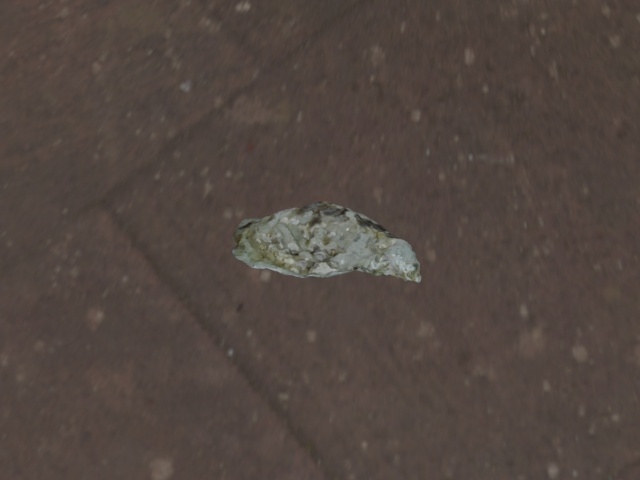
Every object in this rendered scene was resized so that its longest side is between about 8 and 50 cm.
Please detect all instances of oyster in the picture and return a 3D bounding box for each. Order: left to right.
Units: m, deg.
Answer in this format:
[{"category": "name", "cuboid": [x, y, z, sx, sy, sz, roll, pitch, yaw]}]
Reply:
[{"category": "oyster", "cuboid": [0.000, 0.001, 0.899, 0.100, 0.098, 0.037, 2, 108, -12]}]
